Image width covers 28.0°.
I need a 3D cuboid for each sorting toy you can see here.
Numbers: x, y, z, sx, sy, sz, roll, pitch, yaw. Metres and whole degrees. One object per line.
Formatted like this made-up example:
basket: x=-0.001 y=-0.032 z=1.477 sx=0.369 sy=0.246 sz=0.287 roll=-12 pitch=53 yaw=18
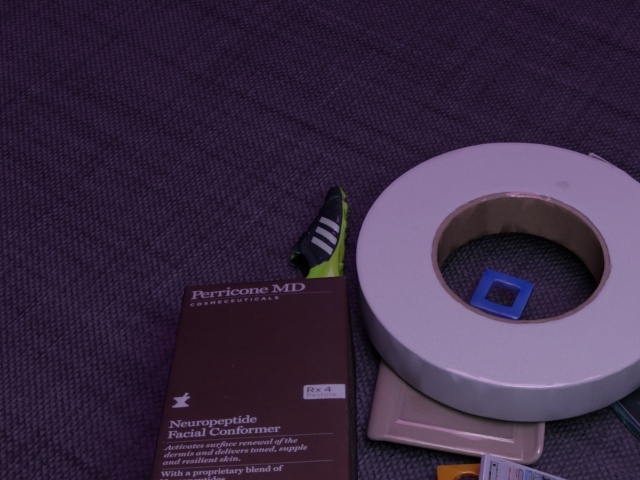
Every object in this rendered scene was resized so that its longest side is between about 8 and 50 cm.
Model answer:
sorting toy: x=0.161 y=0.175 z=1.477 sx=0.196 sy=0.047 sz=0.347 roll=6 pitch=48 yaw=9

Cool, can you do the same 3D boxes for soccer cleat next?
soccer cleat: x=0.000 y=0.000 z=1.620 sx=0.072 sy=0.060 sz=0.179 roll=3 pitch=51 yaw=3

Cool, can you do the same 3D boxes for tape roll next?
tape roll: x=0.235 y=0.037 z=1.519 sx=0.392 sy=0.072 sz=0.392 roll=-1 pitch=47 yaw=2

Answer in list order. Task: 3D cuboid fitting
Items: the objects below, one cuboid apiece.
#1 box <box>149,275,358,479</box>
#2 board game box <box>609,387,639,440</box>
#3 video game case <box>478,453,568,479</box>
box: x=-0.057 y=0.194 z=1.314 sx=0.191 sy=0.143 sz=0.381 roll=-4 pitch=29 yaw=2
board game box: x=0.414 y=0.196 z=1.478 sx=0.126 sy=0.026 sz=0.186 roll=-24 pitch=53 yaw=-22
video game case: x=0.218 y=0.283 z=1.355 sx=0.122 sy=0.011 sz=0.087 roll=20 pitch=62 yaw=-18
